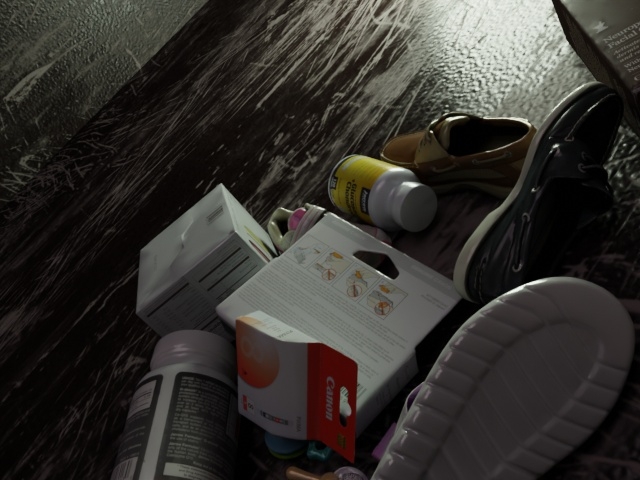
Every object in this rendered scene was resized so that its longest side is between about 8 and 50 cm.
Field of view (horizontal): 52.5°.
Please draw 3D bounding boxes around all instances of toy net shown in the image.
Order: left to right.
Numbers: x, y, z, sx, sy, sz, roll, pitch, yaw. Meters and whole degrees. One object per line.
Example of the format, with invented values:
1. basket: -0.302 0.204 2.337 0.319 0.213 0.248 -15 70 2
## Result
1. toy net: 0.014 0.277 0.815 0.122 0.045 0.232 -27 36 -13

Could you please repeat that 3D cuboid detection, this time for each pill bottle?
1. pill bottle: -0.193 0.273 0.905 0.162 0.162 0.278 -24 38 23
2. pill bottle: 0.100 -0.074 1.049 0.103 0.103 0.184 -48 35 -10

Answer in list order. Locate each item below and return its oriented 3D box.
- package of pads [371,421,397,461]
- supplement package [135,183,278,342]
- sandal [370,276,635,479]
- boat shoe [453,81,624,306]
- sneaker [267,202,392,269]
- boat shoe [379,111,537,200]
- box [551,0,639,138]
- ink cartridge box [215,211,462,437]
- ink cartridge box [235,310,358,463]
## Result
1. package of pads: 0.104 0.254 0.759 0.083 0.032 0.050 20 70 51
2. supplement package: -0.189 0.050 1.115 0.204 0.145 0.262 -39 25 3
3. sandal: 0.160 0.203 0.694 0.416 0.169 0.102 -47 -4 -7
4. boat shoe: 0.306 -0.052 0.817 0.340 0.127 0.113 -50 37 -10
5. sneaker: 0.000 0.000 1.056 0.252 0.111 0.103 2 54 44
6. boat shoe: 0.217 -0.146 1.002 0.324 0.120 0.122 11 60 48
7. box: 0.476 -0.300 0.913 0.191 0.143 0.381 -27 36 19
8. ink cartridge box: 0.027 0.100 0.909 0.239 0.060 0.275 -40 50 -23
9. ink cartridge box: -0.034 0.184 0.797 0.045 0.145 0.179 -17 27 -40
